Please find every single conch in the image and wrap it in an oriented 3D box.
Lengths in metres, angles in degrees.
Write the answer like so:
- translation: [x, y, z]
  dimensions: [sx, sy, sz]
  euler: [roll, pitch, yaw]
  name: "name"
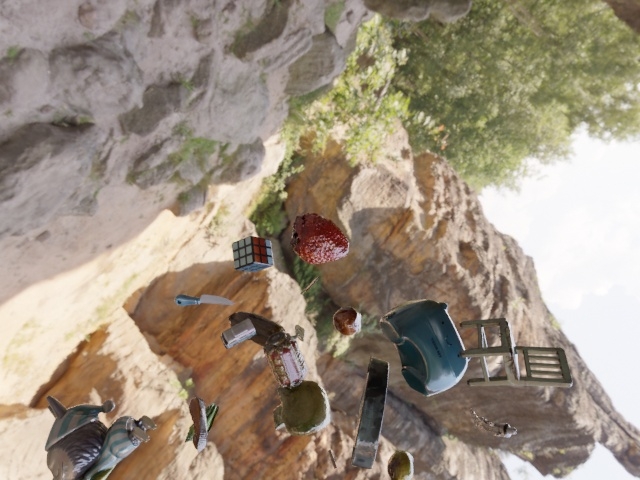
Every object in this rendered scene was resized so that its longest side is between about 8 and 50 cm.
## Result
- translation: [-0.510, 0.791, 1.886]
  dimensions: [0.095, 0.079, 0.201]
  euler: [87, 24, -48]
  name: "conch"

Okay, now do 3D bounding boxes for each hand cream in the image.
- translation: [0.731, 0.791, 1.863]
  dimensions: [0.050, 0.084, 0.257]
  euler: [-26, -177, -23]
  name: "hand cream"

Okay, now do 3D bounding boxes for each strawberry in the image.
- translation: [0.000, 0.000, 2.092]
  dimensions: [0.250, 0.287, 0.239]
  euler: [-60, 165, -77]
  name: "strawberry"

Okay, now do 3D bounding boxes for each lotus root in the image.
- translation: [-0.336, 0.443, 2.287]
  dimensions: [0.167, 0.329, 0.078]
  euler: [-51, 154, -48]
  name: "lotus root"

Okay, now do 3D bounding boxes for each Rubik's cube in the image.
- translation: [-0.374, 0.076, 2.408]
  dimensions: [0.162, 0.164, 0.160]
  euler: [-21, 159, 32]
  name: "Rubik's cube"

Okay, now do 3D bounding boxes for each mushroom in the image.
- translation: [-0.096, 0.821, 2.152]
  dimensions: [0.291, 0.218, 0.212]
  euler: [-5, -173, 0]
  name: "mushroom"

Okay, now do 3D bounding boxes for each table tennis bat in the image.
- translation: [-0.056, 0.225, 2.136]
  dimensions: [0.156, 0.013, 0.087]
  euler: [-46, -177, 43]
  name: "table tennis bat"

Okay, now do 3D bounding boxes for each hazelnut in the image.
- translation: [0.129, 0.394, 2.142]
  dimensions: [0.143, 0.143, 0.154]
  euler: [-45, 139, -17]
  name: "hazelnut"

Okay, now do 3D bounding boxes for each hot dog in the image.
- translation: [-0.446, 0.665, 1.587]
  dimensions: [0.058, 0.191, 0.108]
  euler: [-3, 131, -22]
  name: "hot dog"

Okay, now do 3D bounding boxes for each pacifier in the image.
- translation: [-0.096, 0.379, 1.759]
  dimensions: [0.064, 0.068, 0.083]
  euler: [-30, 145, -33]
  name: "pacifier"

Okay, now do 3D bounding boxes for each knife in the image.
- translation: [-0.476, 0.243, 1.786]
  dimensions: [0.032, 0.243, 0.058]
  euler: [-84, 173, -59]
  name: "knife"

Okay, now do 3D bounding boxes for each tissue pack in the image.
- translation: [0.342, 0.331, 1.411]
  dimensions: [0.205, 0.288, 0.198]
  euler: [-24, 178, -16]
  name: "tissue pack"

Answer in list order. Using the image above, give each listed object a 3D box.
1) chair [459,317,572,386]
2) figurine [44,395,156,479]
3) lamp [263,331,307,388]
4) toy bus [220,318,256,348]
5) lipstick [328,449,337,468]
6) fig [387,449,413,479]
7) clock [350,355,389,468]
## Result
- translation: [0.536, 0.310, 1.214]
  dimensions: [0.270, 0.147, 0.136]
  euler: [-8, -150, 24]
  name: "chair"
- translation: [-0.905, 0.729, 1.664]
  dimensions: [0.361, 0.378, 0.266]
  euler: [-41, -171, -3]
  name: "figurine"
- translation: [-0.172, 0.584, 2.136]
  dimensions: [0.176, 0.274, 0.177]
  euler: [-18, -164, 5]
  name: "lamp"
- translation: [-0.299, 0.336, 1.581]
  dimensions: [0.122, 0.060, 0.075]
  euler: [-25, 158, -20]
  name: "toy bus"
- translation: [0.064, 1.154, 2.298]
  dimensions: [0.018, 0.094, 0.019]
  euler: [-19, 151, -11]
  name: "lipstick"
- translation: [0.378, 1.075, 2.064]
  dimensions: [0.153, 0.120, 0.136]
  euler: [-64, -164, -18]
  name: "fig"
- translation: [0.180, 0.616, 1.574]
  dimensions: [0.386, 0.076, 0.387]
  euler: [10, 90, -82]
  name: "clock"
